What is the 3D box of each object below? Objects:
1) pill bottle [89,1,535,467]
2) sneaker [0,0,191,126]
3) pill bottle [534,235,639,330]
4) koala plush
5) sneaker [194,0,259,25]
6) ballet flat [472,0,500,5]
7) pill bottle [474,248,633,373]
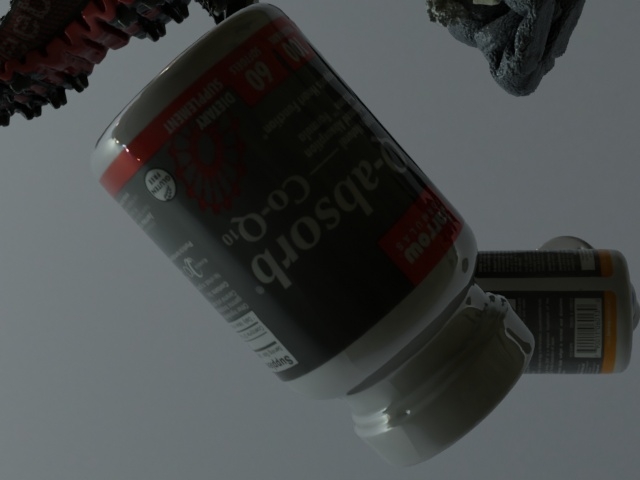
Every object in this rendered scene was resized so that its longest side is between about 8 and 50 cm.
[{"bbox_3d":[0.000,0.000,0.804,0.210,0.210,0.363,-44,-84,-19],"label":"pill bottle"},{"bbox_3d":[-0.266,-0.222,0.951,0.276,0.097,0.135,-32,-99,10],"label":"sneaker"},{"bbox_3d":[0.419,0.086,1.492,0.124,0.221,0.124,-19,-123,32],"label":"pill bottle"},{"bbox_3d":[0.301,-0.376,1.648,0.221,0.203,0.196,31,-154,30],"label":"koala plush"},{"bbox_3d":[-0.156,-0.352,1.448,0.118,0.083,0.222,2,-114,3],"label":"sneaker"},{"bbox_3d":[0.209,-0.387,1.297,0.052,0.168,0.057,1,-130,28],"label":"ballet flat"},{"bbox_3d":[0.253,0.092,1.236,0.278,0.162,0.162,-1,-122,11],"label":"pill bottle"}]
